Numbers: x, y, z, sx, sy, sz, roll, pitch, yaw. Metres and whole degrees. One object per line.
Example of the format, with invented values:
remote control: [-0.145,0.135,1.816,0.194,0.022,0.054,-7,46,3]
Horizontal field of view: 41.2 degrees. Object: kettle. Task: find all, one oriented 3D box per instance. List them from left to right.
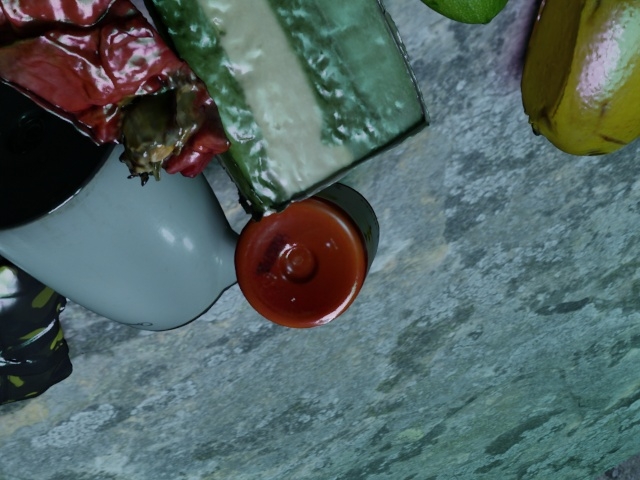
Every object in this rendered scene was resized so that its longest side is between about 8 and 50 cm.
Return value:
kettle: [-0.195,-0.025,0.698,0.221,0.161,0.236,-4,153,19]

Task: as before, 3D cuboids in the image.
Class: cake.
cake: [-0.060,-0.187,0.641,0.158,0.172,0.284,-30,113,-5]

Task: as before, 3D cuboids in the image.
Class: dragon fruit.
dragon fruit: [-0.141,-0.108,0.531,0.092,0.122,0.192,-41,118,2]

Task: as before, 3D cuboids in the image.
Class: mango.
mango: [0.275,-0.194,0.774,0.167,0.130,0.262,-19,141,-19]

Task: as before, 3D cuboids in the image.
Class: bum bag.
bum bag: [-0.303,0.095,0.851,0.106,0.060,0.233,-16,147,-28]

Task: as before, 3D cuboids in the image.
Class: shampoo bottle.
shampoo bottle: [0.000,0.000,0.781,0.104,0.104,0.278,-32,-177,10]

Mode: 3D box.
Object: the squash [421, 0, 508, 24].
squash: [0.035,-0.280,0.525,0.107,0.107,0.395,-34,141,12]
